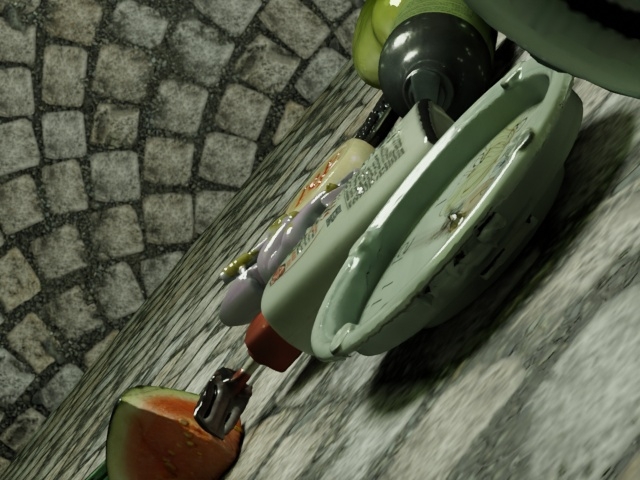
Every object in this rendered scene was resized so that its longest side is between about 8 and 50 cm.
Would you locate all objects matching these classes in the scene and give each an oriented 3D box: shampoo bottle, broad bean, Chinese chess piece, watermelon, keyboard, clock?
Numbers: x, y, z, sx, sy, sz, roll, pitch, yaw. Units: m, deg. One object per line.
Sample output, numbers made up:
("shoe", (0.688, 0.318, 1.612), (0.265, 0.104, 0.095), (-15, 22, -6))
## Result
("shampoo bottle", (0.010, 0.026, 1.152), (0.284, 0.071, 0.153), (-51, 9, 16))
("broad bean", (0.126, -0.267, 1.756), (0.238, 0.119, 0.291), (-48, 6, 20))
("Chinese chess piece", (0.015, -0.048, 1.577), (0.122, 0.051, 0.122), (-49, 7, 8))
("watermelon", (-0.096, 0.155, 1.190), (0.094, 0.125, 0.135), (-3, 19, 39))
("keyboard", (0.085, -0.168, 1.884), (0.094, 0.025, 0.230), (-47, 7, 42))
("shampoo bottle", (0.105, -0.161, 1.398), (0.101, 0.101, 0.284), (-48, 7, 20))
("clock", (0.084, -0.011, 0.932), (0.236, 0.053, 0.236), (-51, 8, 10))

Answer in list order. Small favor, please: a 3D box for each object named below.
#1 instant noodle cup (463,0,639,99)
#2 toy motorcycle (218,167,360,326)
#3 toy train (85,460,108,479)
("instant noodle cup", (0.195, -0.242, 0.723), (0.312, 0.284, 0.284), (-61, 11, -24))
("toy motorcycle", (0.000, 0.000, 1.319), (0.225, 0.073, 0.152), (-39, 3, 20))
("toy train", (-0.195, 0.225, 1.533), (0.093, 0.038, 0.056), (-46, 2, 36))
